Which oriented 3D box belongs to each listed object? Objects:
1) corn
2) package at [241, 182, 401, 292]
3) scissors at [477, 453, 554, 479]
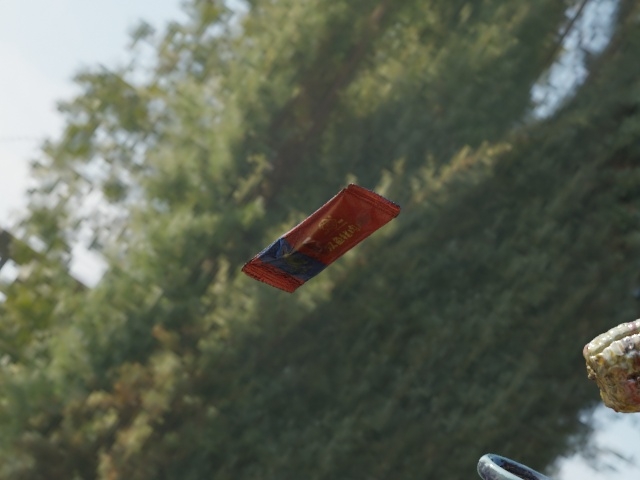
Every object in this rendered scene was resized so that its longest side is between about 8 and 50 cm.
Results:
[{"bbox_3d":[0.328,0.072,1.194,0.079,0.237,0.079,158,-90,-86],"label":"corn"},{"bbox_3d":[0.000,0.000,1.755,0.083,0.022,0.200,28,-49,-32],"label":"package"},{"bbox_3d":[0.325,0.304,1.423,0.384,0.029,0.256,21,7,4],"label":"scissors"}]
